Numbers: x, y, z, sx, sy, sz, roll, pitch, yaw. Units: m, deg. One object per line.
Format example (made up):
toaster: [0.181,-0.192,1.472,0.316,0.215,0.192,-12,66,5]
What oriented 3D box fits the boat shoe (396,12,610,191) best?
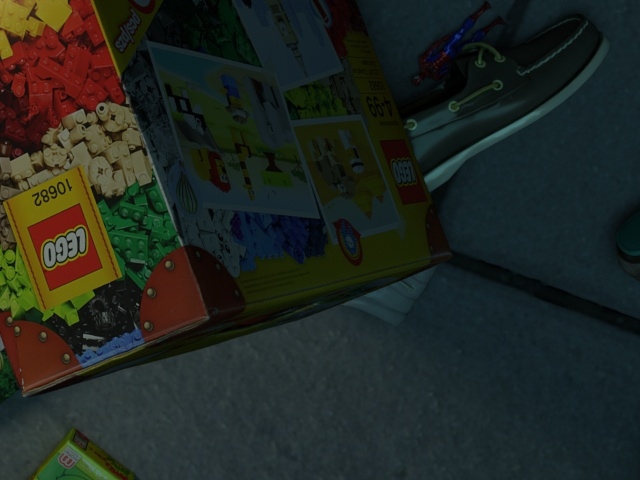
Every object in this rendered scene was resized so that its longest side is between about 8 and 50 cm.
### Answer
boat shoe: [0.159,-0.148,1.743,0.305,0.109,0.091,-35,108,-3]

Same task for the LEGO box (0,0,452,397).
LEGO box: [-0.114,-0.100,1.497,0.193,0.500,0.372,-23,85,25]

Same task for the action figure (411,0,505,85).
action figure: [0.141,-0.203,1.787,0.115,0.030,0.038,-41,107,12]

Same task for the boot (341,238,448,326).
boot: [0.000,0.000,1.808,0.258,0.095,0.123,27,102,-6]

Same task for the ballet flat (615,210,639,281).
ballet flat: [0.463,-0.050,1.807,0.316,0.107,0.106,-34,123,14]

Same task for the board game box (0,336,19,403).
board game box: [-0.315,0.068,1.861,0.260,0.030,0.136,-38,105,10]

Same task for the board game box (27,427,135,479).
board game box: [-0.304,0.311,1.921,0.092,0.043,0.181,40,102,-11]
